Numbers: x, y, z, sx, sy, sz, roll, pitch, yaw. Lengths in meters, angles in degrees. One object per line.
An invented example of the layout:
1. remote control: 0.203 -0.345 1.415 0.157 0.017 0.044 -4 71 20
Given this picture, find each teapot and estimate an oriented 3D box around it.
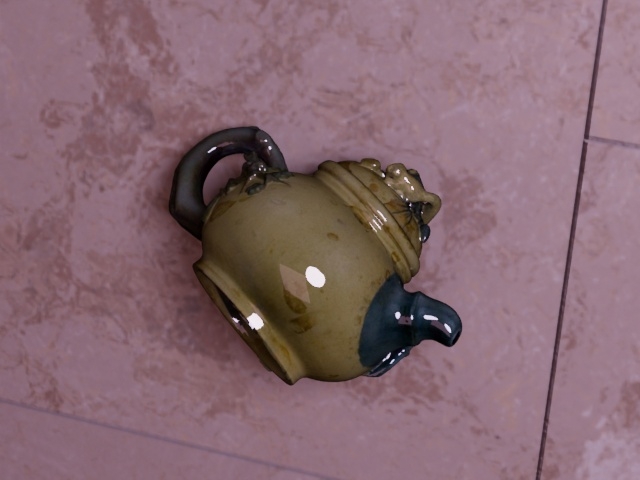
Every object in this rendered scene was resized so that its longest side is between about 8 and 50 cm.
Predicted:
1. teapot: 0.000 0.000 1.423 0.182 0.173 0.269 -39 61 -8
